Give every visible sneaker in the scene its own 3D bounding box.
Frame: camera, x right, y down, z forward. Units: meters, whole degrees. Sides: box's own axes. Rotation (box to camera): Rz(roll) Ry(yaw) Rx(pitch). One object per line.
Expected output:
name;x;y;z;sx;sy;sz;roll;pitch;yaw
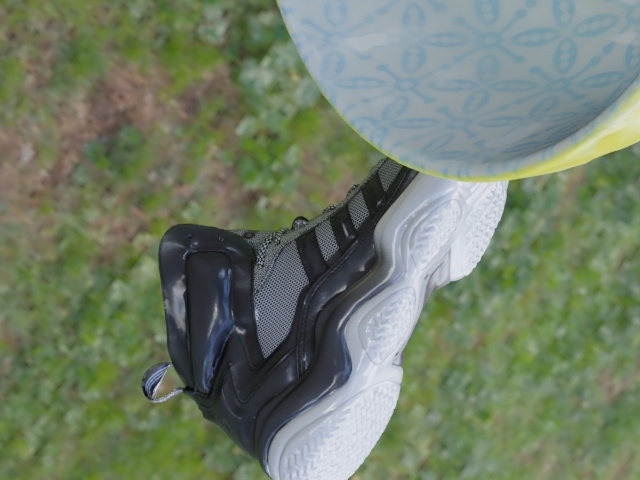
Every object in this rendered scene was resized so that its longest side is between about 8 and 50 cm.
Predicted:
sneaker;0.000;0.000;1.013;0.268;0.153;0.101;-62;157;-8

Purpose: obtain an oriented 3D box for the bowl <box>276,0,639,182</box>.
bowl;0.115;-0.170;0.710;0.156;0.289;0.289;-4;124;-35
